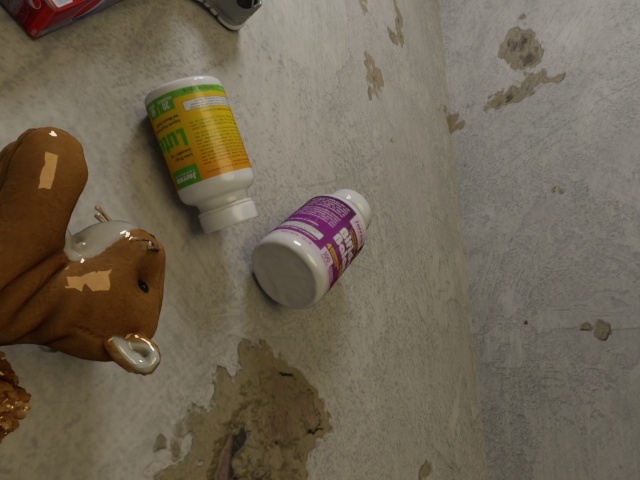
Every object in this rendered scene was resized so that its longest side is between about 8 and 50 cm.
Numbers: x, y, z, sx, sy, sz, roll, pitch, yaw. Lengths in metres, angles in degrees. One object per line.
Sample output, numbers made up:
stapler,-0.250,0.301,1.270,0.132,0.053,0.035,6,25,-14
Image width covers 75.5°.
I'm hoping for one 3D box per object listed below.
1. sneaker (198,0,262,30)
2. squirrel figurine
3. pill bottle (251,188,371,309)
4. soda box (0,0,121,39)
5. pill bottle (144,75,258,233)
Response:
sneaker,-0.211,-0.538,0.834,0.228,0.132,0.086,18,66,-49
squirrel figurine,-0.355,0.069,0.411,0.370,0.280,0.397,46,60,-47
pill bottle,0.000,0.000,0.906,0.301,0.169,0.169,-46,115,-48
soda box,-0.358,-0.412,0.640,0.084,0.092,0.263,55,43,-28
pill bottle,-0.198,-0.142,0.724,0.136,0.136,0.246,-27,100,-52
